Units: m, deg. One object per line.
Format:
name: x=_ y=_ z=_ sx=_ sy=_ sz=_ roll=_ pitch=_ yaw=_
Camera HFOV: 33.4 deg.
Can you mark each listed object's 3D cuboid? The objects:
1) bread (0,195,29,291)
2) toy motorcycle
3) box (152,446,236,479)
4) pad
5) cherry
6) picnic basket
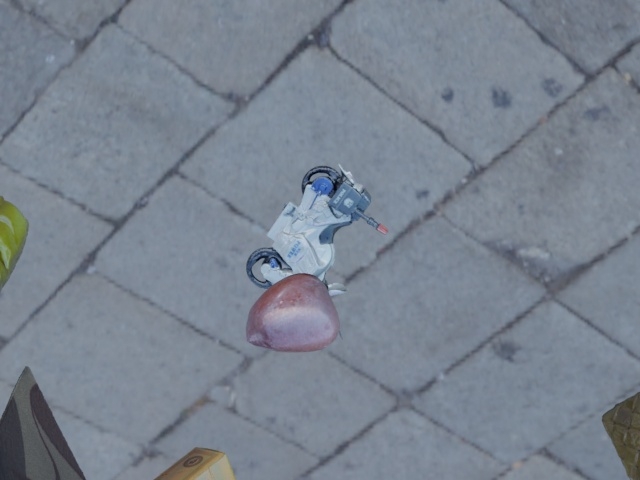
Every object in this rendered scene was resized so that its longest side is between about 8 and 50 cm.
bread: x=-0.512 y=0.093 z=1.406 sx=0.166 sy=0.383 sz=0.112 roll=-23 pitch=118 yaw=36
toy motorcycle: x=0.000 y=0.000 z=1.576 sx=0.150 sy=0.102 sz=0.221 roll=34 pitch=99 yaw=-1
box: x=-0.220 y=0.441 z=1.503 sx=0.076 sy=0.274 sz=0.174 roll=1 pitch=116 yaw=44
pad: x=-0.287 y=0.328 z=1.190 sx=0.004 sy=0.220 sz=0.330 roll=-16 pitch=115 yaw=7
cherry: x=-0.029 y=0.097 z=1.366 sx=0.106 sy=0.126 sz=0.087 roll=41 pitch=133 yaw=21
picnic basket: x=0.424 y=0.237 z=1.227 sx=0.128 sy=0.137 sz=0.178 roll=-38 pitch=148 yaw=29
